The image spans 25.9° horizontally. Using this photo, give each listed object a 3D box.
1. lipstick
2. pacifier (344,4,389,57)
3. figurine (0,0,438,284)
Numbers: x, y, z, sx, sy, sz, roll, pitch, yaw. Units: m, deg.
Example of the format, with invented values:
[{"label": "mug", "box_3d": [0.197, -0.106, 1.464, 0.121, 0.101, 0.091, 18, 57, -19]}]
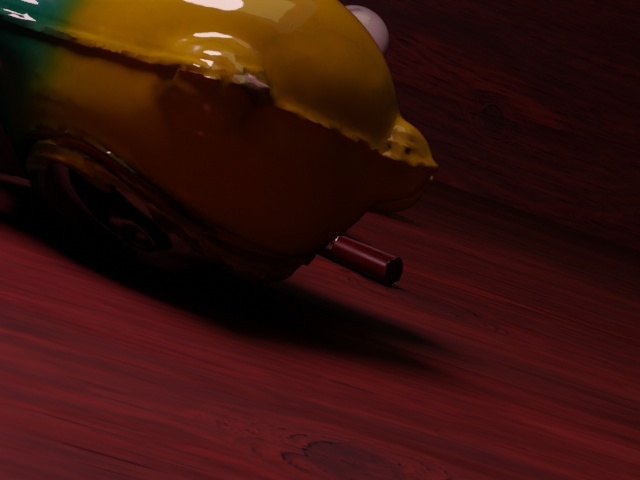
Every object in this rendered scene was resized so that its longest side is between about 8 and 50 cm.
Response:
[{"label": "lipstick", "box_3d": [0.000, 0.000, 1.246, 0.176, 0.027, 0.027, 23, 7, 39]}, {"label": "pacifier", "box_3d": [0.008, -0.197, 1.906, 0.343, 0.269, 0.288, 27, -16, 26]}, {"label": "figurine", "box_3d": [-0.094, -0.098, 0.910, 0.324, 0.231, 0.340, 21, -1, -44]}]
